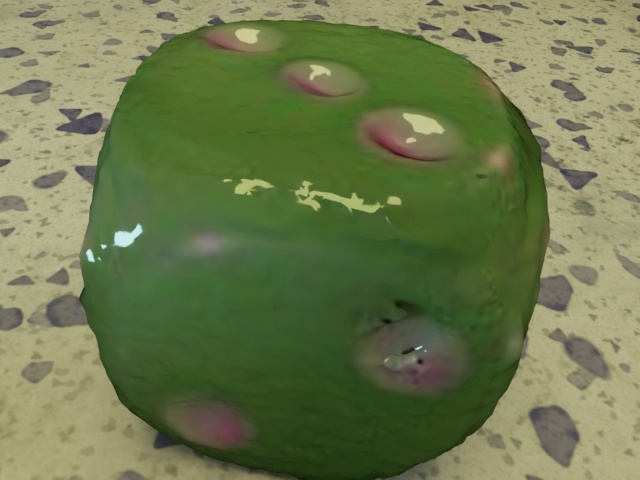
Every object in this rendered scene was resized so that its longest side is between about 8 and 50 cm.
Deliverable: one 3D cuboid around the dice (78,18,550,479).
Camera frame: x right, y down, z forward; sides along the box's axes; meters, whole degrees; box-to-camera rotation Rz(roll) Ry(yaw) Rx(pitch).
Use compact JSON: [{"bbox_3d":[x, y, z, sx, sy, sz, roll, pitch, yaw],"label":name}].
[{"bbox_3d":[0.000,0.000,0.538,0.330,0.318,0.322,9,40,3],"label":"dice"}]
